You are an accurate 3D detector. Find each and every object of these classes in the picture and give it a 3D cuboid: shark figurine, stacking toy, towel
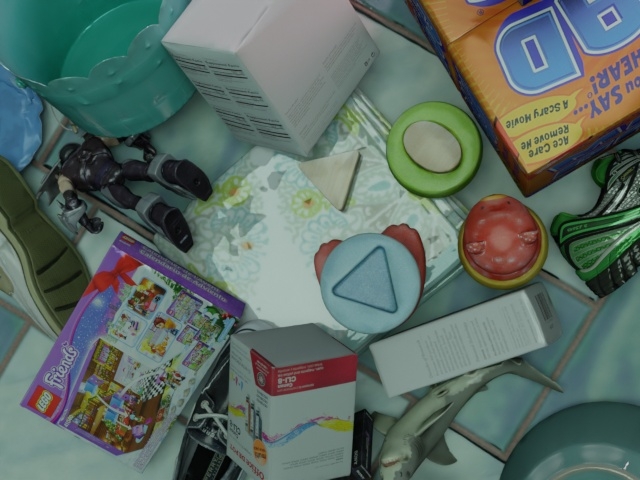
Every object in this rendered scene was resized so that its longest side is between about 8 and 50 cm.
[{"bbox_3d":[0.184,0.252,1.719,0.278,0.166,0.116,-36,109,-12],"label":"shark figurine"},{"bbox_3d":[0.118,-0.034,1.620,0.309,0.130,0.280,-23,83,7],"label":"stacking toy"},{"bbox_3d":[0.000,0.000,1.748,0.374,0.090,0.320,-40,80,5],"label":"towel"}]

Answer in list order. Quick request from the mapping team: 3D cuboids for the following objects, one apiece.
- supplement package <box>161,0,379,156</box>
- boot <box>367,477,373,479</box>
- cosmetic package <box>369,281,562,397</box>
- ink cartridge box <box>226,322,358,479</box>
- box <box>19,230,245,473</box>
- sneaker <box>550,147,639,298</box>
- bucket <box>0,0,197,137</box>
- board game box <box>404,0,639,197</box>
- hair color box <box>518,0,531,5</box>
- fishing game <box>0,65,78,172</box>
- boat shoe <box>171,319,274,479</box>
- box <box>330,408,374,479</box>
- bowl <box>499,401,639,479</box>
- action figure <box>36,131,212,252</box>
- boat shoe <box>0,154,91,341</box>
[{"bbox_3d":[-0.063,-0.258,1.660,0.149,0.203,0.194,16,64,41],"label":"supplement package"},{"bbox_3d":[0.081,0.434,1.718,0.283,0.109,0.220,0,112,25],"label":"boot"},{"bbox_3d":[0.195,0.134,1.672,0.231,0.117,0.086,-23,85,22],"label":"cosmetic package"},{"bbox_3d":[-0.039,0.215,1.617,0.127,0.128,0.176,-7,109,-29],"label":"ink cartridge box"},{"bbox_3d":[-0.262,0.159,1.727,0.201,0.057,0.293,31,111,-7],"label":"box"},{"bbox_3d":[0.451,-0.088,1.659,0.343,0.134,0.146,-45,82,5],"label":"sneaker"},{"bbox_3d":[-0.297,-0.289,1.715,0.281,0.183,0.281,-7,62,15],"label":"bucket"},{"bbox_3d":[0.321,-0.306,1.574,0.356,0.356,0.356,-31,84,6],"label":"board game box"},{"bbox_3d":[0.198,-0.370,1.243,0.110,0.339,0.185,-31,83,8],"label":"hair color box"},{"bbox_3d":[-0.494,-0.172,1.852,0.264,0.041,0.189,-30,78,8],"label":"fishing game"},{"bbox_3d":[-0.135,0.253,1.704,0.108,0.102,0.301,29,111,17],"label":"boat shoe"},{"bbox_3d":[-0.003,0.303,1.704,0.162,0.116,0.029,-25,119,19],"label":"box"},{"bbox_3d":[0.366,0.368,1.613,0.311,0.163,0.312,-1,85,18],"label":"bowl"},{"bbox_3d":[-0.283,-0.082,1.758,0.285,0.099,0.185,22,76,38],"label":"action figure"},{"bbox_3d":[-0.433,0.024,1.806,0.103,0.113,0.302,-27,93,36],"label":"boat shoe"}]
